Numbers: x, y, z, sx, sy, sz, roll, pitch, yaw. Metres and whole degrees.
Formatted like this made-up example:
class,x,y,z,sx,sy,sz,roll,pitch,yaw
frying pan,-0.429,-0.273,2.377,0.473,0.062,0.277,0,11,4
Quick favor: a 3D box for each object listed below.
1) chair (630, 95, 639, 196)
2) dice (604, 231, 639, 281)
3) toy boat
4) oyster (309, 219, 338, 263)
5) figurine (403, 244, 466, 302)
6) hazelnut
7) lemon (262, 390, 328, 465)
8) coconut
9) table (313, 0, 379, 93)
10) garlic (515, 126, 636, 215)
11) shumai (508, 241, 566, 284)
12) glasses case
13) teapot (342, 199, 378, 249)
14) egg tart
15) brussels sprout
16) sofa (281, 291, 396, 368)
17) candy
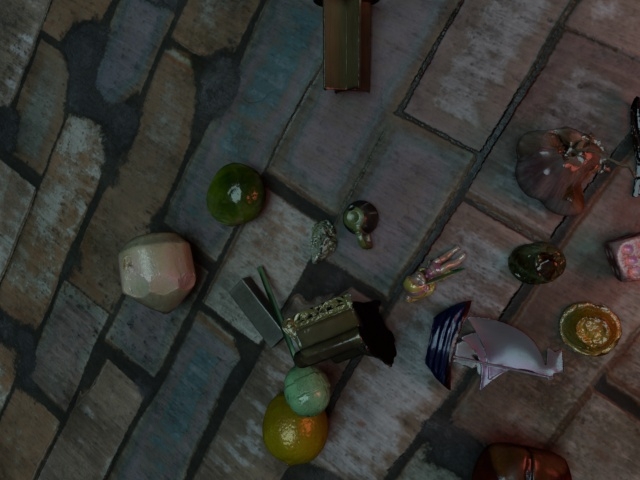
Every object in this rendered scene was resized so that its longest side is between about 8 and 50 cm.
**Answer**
class,x,y,z,sx,sy,sz,roll,pitch,yaw
chair,0.717,-0.201,0.989,0.101,0.084,0.213,-1,92,24
dice,0.674,0.034,1.008,0.094,0.091,0.093,-20,85,21
toy boat,0.404,0.248,1.133,0.318,0.072,0.219,-13,91,17
oyster,-0.001,0.000,1.283,0.098,0.037,0.100,-30,82,18
figurine,0.281,0.088,1.175,0.187,0.083,0.083,-40,79,4
hazelnut,0.454,0.561,1.068,0.212,0.181,0.181,7,75,10
lemon,-0.066,0.491,1.257,0.178,0.178,0.203,-4,61,20
coconut,-0.469,0.096,1.371,0.224,0.224,0.234,-12,76,20
table,0.067,-0.493,1.187,0.167,0.167,0.227,3,102,20
garlic,0.556,-0.167,0.999,0.256,0.207,0.207,1,93,57
shumai,0.497,0.057,1.077,0.123,0.087,0.099,-12,89,22
glasses case,-0.173,0.203,1.351,0.071,0.047,0.205,-45,78,21
teapot,0.107,-0.046,1.214,0.124,0.091,0.092,47,108,13
egg tart,0.609,0.204,1.062,0.128,0.049,0.129,1,94,22
brussels sprout,-0.232,-0.122,1.310,0.161,0.144,0.181,18,122,-1
sofa,0.056,0.251,1.160,0.200,0.258,0.182,-24,71,19
candy,-0.091,0.248,1.248,0.119,0.119,0.440,-35,60,18
